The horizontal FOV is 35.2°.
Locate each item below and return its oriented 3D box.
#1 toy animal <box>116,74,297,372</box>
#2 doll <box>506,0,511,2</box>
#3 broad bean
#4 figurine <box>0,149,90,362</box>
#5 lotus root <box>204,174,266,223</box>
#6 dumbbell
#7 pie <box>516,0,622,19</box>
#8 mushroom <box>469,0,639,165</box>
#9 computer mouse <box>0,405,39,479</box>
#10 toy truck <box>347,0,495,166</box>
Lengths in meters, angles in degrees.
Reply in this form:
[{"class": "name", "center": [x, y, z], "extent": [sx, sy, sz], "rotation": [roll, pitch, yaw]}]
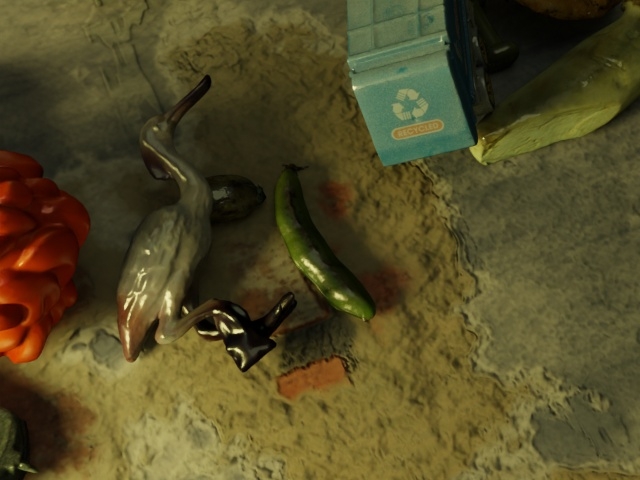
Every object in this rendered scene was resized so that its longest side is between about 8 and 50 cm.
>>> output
[{"class": "toy animal", "center": [-0.156, 0.001, 1.108], "extent": [0.195, 0.090, 0.324], "rotation": [-21, 80, -4]}, {"class": "doll", "center": [0.273, -0.363, 1.368], "extent": [0.061, 0.051, 0.093], "rotation": [25, 62, 15]}, {"class": "broad bean", "center": [-0.005, 0.001, 1.160], "extent": [0.069, 0.039, 0.227], "rotation": [-15, 63, -18]}, {"class": "figurine", "center": [-0.440, -0.028, 1.061], "extent": [0.306, 0.241, 0.412], "rotation": [-16, 43, -38]}, {"class": "lotus root", "center": [-0.111, -0.049, 1.173], "extent": [0.099, 0.049, 0.054], "rotation": [-8, 61, -13]}, {"class": "dumbbell", "center": [0.214, -0.277, 1.321], "extent": [0.052, 0.046, 0.118], "rotation": [-19, 65, -8]}, {"class": "pie", "center": [0.303, -0.396, 1.341], "extent": [0.273, 0.069, 0.273], "rotation": [16, 55, -24]}, {"class": "mushroom", "center": [0.331, -0.192, 1.265], "extent": [0.333, 0.087, 0.107], "rotation": [-39, 66, -18]}, {"class": "computer mouse", "center": [-0.391, 0.199, 1.011], "extent": [0.229, 0.068, 0.113], "rotation": [24, 49, -3]}, {"class": "toy truck", "center": [0.116, -0.263, 1.217], "extent": [0.146, 0.175, 0.367], "rotation": [-12, 58, 18]}]
